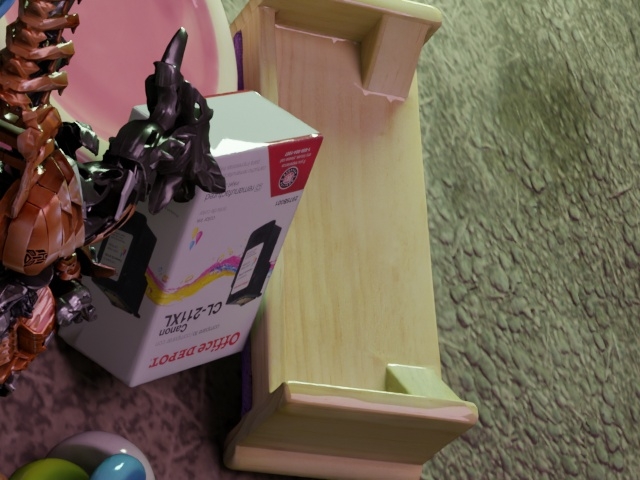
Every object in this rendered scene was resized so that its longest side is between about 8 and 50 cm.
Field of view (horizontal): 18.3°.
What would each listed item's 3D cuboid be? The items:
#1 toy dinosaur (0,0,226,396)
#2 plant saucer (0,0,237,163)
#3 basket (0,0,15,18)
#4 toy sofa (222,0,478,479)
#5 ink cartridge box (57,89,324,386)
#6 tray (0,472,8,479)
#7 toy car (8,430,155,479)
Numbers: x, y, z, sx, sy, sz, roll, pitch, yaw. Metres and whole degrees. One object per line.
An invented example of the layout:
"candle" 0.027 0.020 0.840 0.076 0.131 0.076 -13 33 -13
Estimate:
"toy dinosaur" -0.159 -0.027 1.122 0.164 0.322 0.218 41 41 -5
"plant saucer" -0.171 -0.143 1.368 0.332 0.084 0.332 29 49 -40
"basket" -0.312 -0.144 1.084 0.255 0.201 0.289 47 49 -25
"toy sofa" 0.000 0.000 1.480 0.150 0.177 0.363 9 61 -23
"ink cartridge box" -0.085 -0.003 1.315 0.072 0.175 0.127 33 26 26
"tray" -0.225 0.194 0.947 0.203 0.076 0.411 43 9 -29
"toy car" -0.112 0.201 1.201 0.182 0.136 0.159 55 37 -16
